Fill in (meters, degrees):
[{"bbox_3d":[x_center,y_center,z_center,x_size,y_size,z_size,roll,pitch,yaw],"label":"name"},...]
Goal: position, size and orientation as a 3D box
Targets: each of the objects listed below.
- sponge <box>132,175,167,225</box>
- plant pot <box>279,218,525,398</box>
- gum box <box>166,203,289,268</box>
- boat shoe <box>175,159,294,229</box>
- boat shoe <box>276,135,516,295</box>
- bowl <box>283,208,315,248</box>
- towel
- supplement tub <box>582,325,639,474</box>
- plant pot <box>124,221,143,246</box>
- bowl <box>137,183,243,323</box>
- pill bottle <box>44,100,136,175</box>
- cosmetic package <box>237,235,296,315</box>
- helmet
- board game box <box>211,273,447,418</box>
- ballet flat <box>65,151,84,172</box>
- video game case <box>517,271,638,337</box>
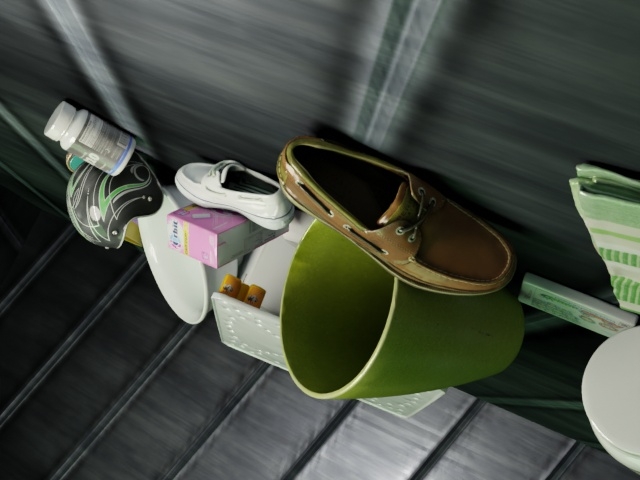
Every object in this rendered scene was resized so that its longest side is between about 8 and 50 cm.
[{"bbox_3d":[-0.367,-0.080,1.851,0.117,0.031,0.210,-17,160,9],"label":"sponge"},{"bbox_3d":[0.137,0.105,1.220,0.293,0.275,0.275,15,176,-31],"label":"plant pot"},{"bbox_3d":[-0.143,-0.030,1.395,0.107,0.062,0.188,21,-149,32],"label":"gum box"},{"bbox_3d":[-0.136,-0.091,1.338,0.226,0.083,0.076,19,141,26],"label":"boat shoe"},{"bbox_3d":[0.087,-0.024,0.993,0.307,0.110,0.104,24,170,2],"label":"boat shoe"},{"bbox_3d":[0.000,0.000,1.504,0.142,0.053,0.142,16,165,39],"label":"bowl"},{"bbox_3d":[0.379,0.032,0.809,0.248,0.038,0.325,17,166,32],"label":"towel"},{"bbox_3d":[0.476,0.234,1.168,0.191,0.191,0.272,17,167,39],"label":"supplement tub"},{"bbox_3d":[-0.527,-0.055,2.364,0.134,0.095,0.134,24,169,5],"label":"plant pot"},{"bbox_3d":[-0.245,0.009,1.727,0.134,0.298,0.298,-20,-166,-28],"label":"bowl"},{"bbox_3d":[-0.391,-0.174,1.465,0.137,0.078,0.078,30,169,-27],"label":"pill bottle"},{"bbox_3d":[0.051,0.137,1.773,0.453,0.161,0.230,26,171,-12],"label":"cosmetic package"},{"bbox_3d":[-0.390,-0.076,1.601,0.169,0.161,0.169,42,152,29],"label":"helmet"},{"bbox_3d":[0.008,0.195,1.503,0.390,0.050,0.390,21,162,3],"label":"board game box"},{"bbox_3d":[-0.454,-0.146,1.853,0.206,0.073,0.067,36,-167,-37],"label":"ballet flat"},{"bbox_3d":[0.360,0.095,1.223,0.157,0.019,0.143,22,170,15],"label":"video game case"}]
